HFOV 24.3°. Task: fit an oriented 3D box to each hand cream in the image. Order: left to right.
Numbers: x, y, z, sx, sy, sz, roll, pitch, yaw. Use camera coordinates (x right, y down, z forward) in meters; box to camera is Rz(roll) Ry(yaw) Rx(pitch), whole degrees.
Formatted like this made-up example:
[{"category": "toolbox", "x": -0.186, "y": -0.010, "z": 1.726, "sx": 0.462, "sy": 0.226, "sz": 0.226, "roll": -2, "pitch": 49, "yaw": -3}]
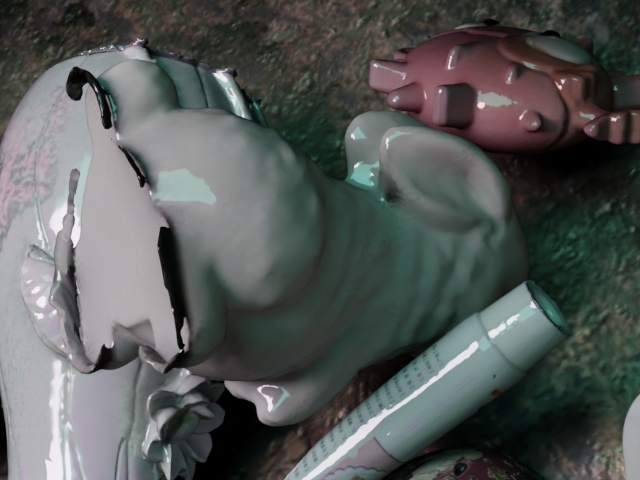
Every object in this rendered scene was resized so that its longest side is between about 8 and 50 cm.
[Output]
[{"category": "hand cream", "x": 0.033, "y": 0.143, "z": 1.063, "sx": 0.331, "sy": 0.085, "sz": 0.058, "roll": -37, "pitch": 89, "yaw": 16}]

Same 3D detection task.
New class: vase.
[{"category": "vase", "x": -0.171, "y": 0.081, "z": 1.190, "sx": 0.250, "sy": 0.250, "sz": 0.445, "roll": -5, "pitch": 66, "yaw": 24}]

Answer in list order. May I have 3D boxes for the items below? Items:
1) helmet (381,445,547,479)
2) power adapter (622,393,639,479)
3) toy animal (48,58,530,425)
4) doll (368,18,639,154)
[{"category": "helmet", "x": 0.085, "y": 0.218, "z": 1.056, "sx": 0.177, "sy": 0.107, "sz": 0.153, "roll": -47, "pitch": 51, "yaw": -3}, {"category": "power adapter", "x": 0.274, "y": 0.176, "z": 0.920, "sx": 0.124, "sy": 0.255, "sz": 0.187, "roll": -2, "pitch": 85, "yaw": -20}, {"category": "toy animal", "x": 0.000, "y": 0.000, "z": 1.061, "sx": 0.194, "sy": 0.357, "sz": 0.257, "roll": 9, "pitch": 102, "yaw": 56}, {"category": "doll", "x": 0.153, "y": -0.119, "z": 1.174, "sx": 0.211, "sy": 0.093, "sz": 0.262, "roll": -12, "pitch": 24, "yaw": -30}]
